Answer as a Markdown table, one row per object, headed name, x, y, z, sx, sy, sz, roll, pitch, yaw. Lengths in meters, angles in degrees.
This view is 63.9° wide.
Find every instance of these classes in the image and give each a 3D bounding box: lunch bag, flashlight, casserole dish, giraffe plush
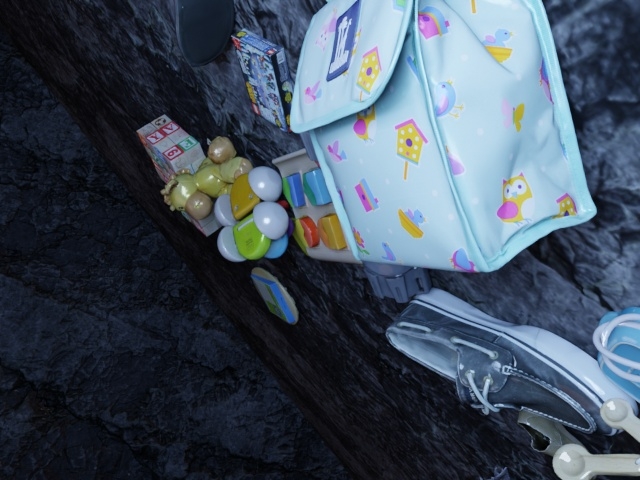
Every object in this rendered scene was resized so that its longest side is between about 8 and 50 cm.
| name | x | y | z | sx | sy | sz | roll | pitch | yaw |
| --- | --- | --- | --- | --- | --- | --- | --- | --- | --- |
| lunch bag | 0.081 | -0.115 | 0.455 | 0.223 | 0.160 | 0.262 | 4 | 118 | 67 |
| flashlight | 0.064 | -0.044 | 0.689 | 0.103 | 0.103 | 0.304 | -112 | 0 | -51 |
| casserole dish | 0.349 | 0.142 | 0.489 | 0.188 | 0.037 | 0.114 | 40 | 156 | 31 |
| giraffe plush | -0.252 | -0.120 | 1.115 | 0.210 | 0.170 | 0.181 | 37 | 156 | 33 |

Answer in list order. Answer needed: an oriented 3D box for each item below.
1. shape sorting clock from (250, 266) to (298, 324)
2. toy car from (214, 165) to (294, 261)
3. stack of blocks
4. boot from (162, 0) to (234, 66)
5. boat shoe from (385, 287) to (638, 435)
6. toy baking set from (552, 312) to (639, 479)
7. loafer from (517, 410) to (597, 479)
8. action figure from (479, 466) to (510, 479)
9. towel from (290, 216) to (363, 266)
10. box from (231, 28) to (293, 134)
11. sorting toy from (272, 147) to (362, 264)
| name | x | y | z | sx | sy | sz | roll | pitch | yaw |
| --- | --- | --- | --- | --- | --- | --- | --- | --- | --- |
| shape sorting clock | -0.135 | 0.164 | 1.526 | 0.206 | 0.040 | 0.206 | 43 | 155 | 26 |
| toy car | -0.115 | -0.041 | 1.005 | 0.136 | 0.159 | 0.182 | 20 | -132 | -45 |
| stack of blocks | -0.362 | -0.168 | 1.384 | 0.171 | 0.087 | 0.297 | 38 | 156 | 32 |
| boot | -0.228 | -0.410 | 0.731 | 0.229 | 0.091 | 0.263 | 46 | 156 | 28 |
| boat shoe | 0.225 | 0.173 | 0.679 | 0.335 | 0.119 | 0.121 | 21 | 144 | 54 |
| toy baking set | 0.263 | 0.121 | 0.340 | 0.030 | 0.256 | 0.196 | 42 | 159 | -27 |
| loafer | 0.337 | 0.294 | 0.745 | 0.148 | 0.050 | 0.056 | 49 | 159 | 6 |
| action figure | 0.404 | 0.545 | 0.961 | 0.285 | 0.099 | 0.185 | 29 | 158 | 53 |
| towel | 0.000 | 0.000 | 1.002 | 0.102 | 0.021 | 0.237 | 59 | 159 | -17 |
| box | -0.080 | -0.235 | 0.767 | 0.094 | 0.027 | 0.137 | 38 | 156 | 34 |
| sorting toy | -0.011 | -0.051 | 0.872 | 0.193 | 0.038 | 0.208 | 2 | 116 | 64 |
